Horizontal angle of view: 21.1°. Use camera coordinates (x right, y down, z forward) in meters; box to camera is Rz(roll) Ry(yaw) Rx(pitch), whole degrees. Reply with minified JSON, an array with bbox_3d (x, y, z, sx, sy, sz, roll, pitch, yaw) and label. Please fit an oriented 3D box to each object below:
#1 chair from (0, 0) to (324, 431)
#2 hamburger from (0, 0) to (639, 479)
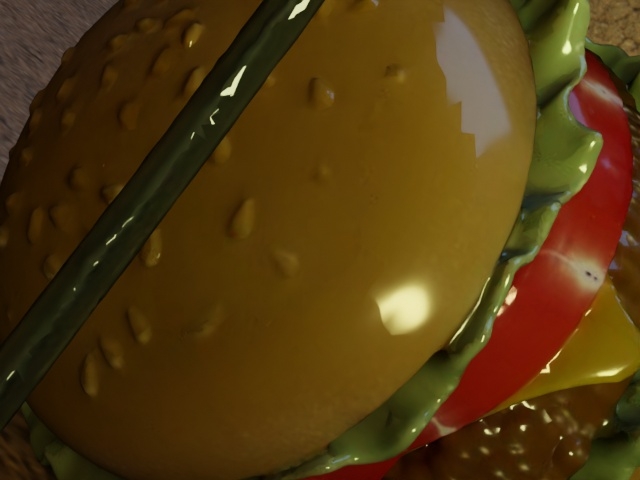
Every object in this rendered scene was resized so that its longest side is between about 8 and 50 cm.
[{"bbox_3d":[-0.178,-0.146,0.446,0.364,0.362,0.410,34,7,-29],"label":"chair"},{"bbox_3d":[0.000,0.000,0.639,0.212,0.274,0.274,35,11,-40],"label":"hamburger"}]
